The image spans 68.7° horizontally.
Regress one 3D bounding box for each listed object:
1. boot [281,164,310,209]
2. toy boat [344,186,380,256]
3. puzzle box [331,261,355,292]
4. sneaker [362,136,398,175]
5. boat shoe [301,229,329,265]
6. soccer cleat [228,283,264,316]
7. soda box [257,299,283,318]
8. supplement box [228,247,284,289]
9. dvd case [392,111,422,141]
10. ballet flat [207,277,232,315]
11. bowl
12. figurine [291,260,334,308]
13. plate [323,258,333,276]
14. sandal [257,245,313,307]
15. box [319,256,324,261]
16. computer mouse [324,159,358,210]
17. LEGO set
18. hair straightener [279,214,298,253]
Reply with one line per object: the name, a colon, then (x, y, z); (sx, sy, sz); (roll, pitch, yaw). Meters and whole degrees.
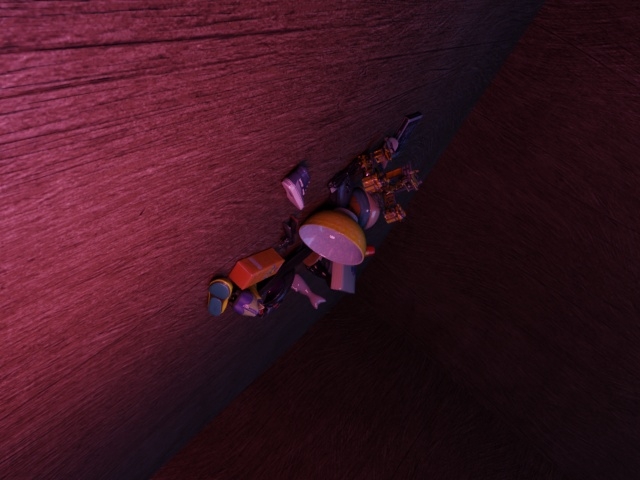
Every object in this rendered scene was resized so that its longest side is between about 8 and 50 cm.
boot: (-0.064, -0.168, 1.509); (0.086, 0.069, 0.190); (-45, 165, -9)
toy boat: (0.163, -0.078, 2.063); (0.147, 0.319, 0.267); (-3, -176, -18)
puzzle box: (0.124, 0.121, 2.329); (0.409, 0.052, 0.273); (37, 55, -74)
sneaker: (0.267, -0.360, 2.092); (0.212, 0.080, 0.094); (-49, -178, -2)
boat shoe: (0.000, 0.000, 2.127); (0.096, 0.098, 0.277); (-31, 156, -52)
soccer cleat: (-0.258, 0.212, 1.704); (0.094, 0.121, 0.289); (-56, -174, 5)
soda box: (-0.250, 0.318, 2.277); (0.060, 0.053, 0.169); (-56, 166, 23)
supplement box: (-0.226, 0.098, 1.695); (0.078, 0.080, 0.233); (-54, 168, 25)
dvd case: (0.379, -0.485, 2.201); (0.179, 0.029, 0.239); (-34, 160, -52)
ballet flat: (-0.335, 0.171, 1.575); (0.231, 0.077, 0.077); (118, -4, -51)
bowl: (0.072, -0.041, 1.925); (0.289, 0.289, 0.156); (100, 16, -65)
figurine: (-0.027, 0.222, 2.405); (0.215, 0.209, 0.092); (-44, 166, -22)
plate: (0.044, 0.106, 2.501); (0.024, 0.188, 0.188); (4, 141, -19)
sandal: (-0.165, 0.175, 1.947); (0.445, 0.107, 0.167); (-41, -175, -37)
box: (0.100, -0.072, 2.331); (0.295, 0.073, 0.293); (-41, 165, -36)
computer mouse: (0.089, -0.193, 1.944); (0.188, 0.072, 0.272); (-44, 166, -29)
LEGO set: (0.311, -0.245, 1.936); (0.192, 0.331, 0.255); (-19, -141, 23)
hair straightener: (-0.134, -0.011, 1.795); (0.089, 0.047, 0.230); (-44, 170, -23)
